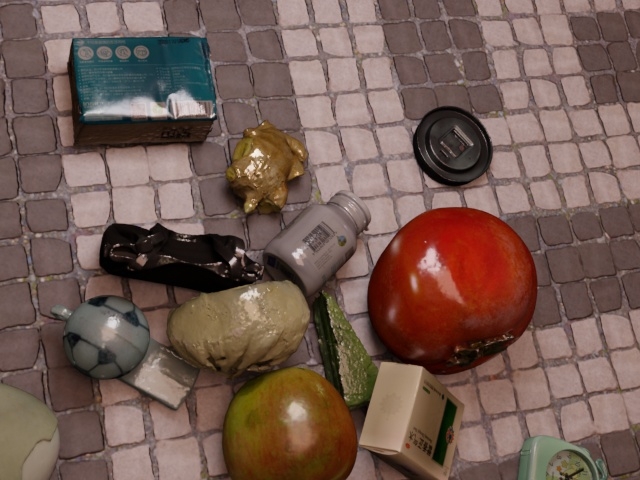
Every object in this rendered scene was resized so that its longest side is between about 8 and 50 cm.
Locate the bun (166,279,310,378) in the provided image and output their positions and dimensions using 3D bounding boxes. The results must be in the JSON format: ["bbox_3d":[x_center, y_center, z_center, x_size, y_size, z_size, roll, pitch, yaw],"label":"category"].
[{"bbox_3d":[-0.138,0.168,1.605,0.259,0.259,0.152,-8,74,-19],"label":"bun"}]

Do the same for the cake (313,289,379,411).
[{"bbox_3d":[0.053,0.212,1.733,0.099,0.100,0.235,-7,75,-21],"label":"cake"}]

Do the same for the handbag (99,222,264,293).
[{"bbox_3d":[-0.252,0.031,1.617,0.285,0.257,0.113,12,87,-15],"label":"handbag"}]

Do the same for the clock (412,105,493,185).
[{"bbox_3d":[0.291,-0.208,1.978,0.184,0.040,0.184,6,70,-16],"label":"clock"}]

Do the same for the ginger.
[{"bbox_3d":[-0.115,-0.141,1.798,0.157,0.102,0.216,40,57,-31],"label":"ginger"}]

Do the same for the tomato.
[{"bbox_3d":[0.254,0.098,1.742,0.325,0.293,0.290,-11,62,-15],"label":"tomato"}]

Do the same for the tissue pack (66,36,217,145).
[{"bbox_3d":[-0.353,-0.292,1.756,0.271,0.134,0.192,-3,73,-18],"label":"tissue pack"}]

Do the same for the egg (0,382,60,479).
[{"bbox_3d":[-0.574,0.357,1.395,0.336,0.278,0.278,-14,77,-18],"label":"egg"}]

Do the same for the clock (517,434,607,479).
[{"bbox_3d":[0.491,0.484,1.800,0.188,0.060,0.148,19,67,-11],"label":"clock"}]

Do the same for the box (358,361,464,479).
[{"bbox_3d":[0.174,0.345,1.669,0.212,0.095,0.168,44,58,-47],"label":"box"}]

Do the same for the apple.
[{"bbox_3d":[-0.057,0.349,1.606,0.246,0.246,0.226,-7,59,-19],"label":"apple"}]

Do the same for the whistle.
[{"bbox_3d":[-0.348,0.189,1.587,0.289,0.163,0.163,29,66,-6],"label":"whistle"}]

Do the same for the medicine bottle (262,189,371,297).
[{"bbox_3d":[0.000,0.000,1.767,0.135,0.135,0.215,46,66,1],"label":"medicine bottle"}]
